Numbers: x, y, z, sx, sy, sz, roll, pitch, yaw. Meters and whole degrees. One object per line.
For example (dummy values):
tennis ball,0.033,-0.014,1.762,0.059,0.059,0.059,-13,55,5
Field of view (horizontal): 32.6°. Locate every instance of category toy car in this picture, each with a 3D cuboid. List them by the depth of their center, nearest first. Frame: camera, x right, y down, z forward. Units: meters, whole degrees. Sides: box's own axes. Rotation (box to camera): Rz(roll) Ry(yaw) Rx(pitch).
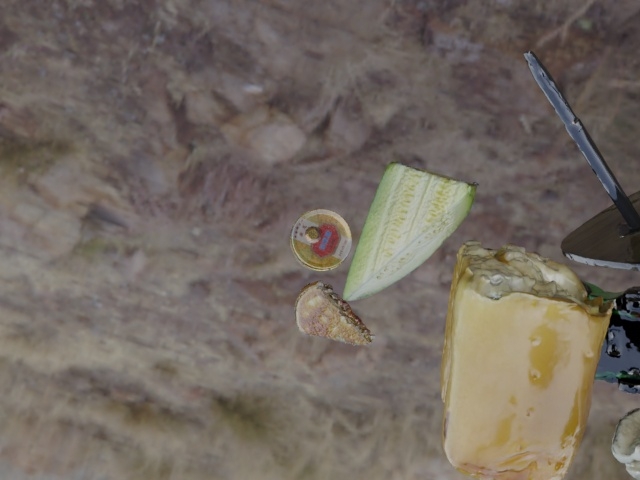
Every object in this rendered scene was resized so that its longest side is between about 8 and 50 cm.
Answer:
toy car,0.559,0.182,2.234,0.359,0.213,0.176,4,-169,31

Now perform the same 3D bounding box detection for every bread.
bread,0.327,0.212,1.789,0.250,0.394,0.361,6,-170,5

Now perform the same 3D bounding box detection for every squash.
squash,0.184,0.007,2.080,0.203,0.288,0.111,20,-173,35

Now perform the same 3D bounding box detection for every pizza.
pizza,0.032,0.169,2.383,0.193,0.053,0.201,34,144,1

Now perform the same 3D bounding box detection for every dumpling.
dumpling,0.498,0.284,1.421,0.247,0.172,0.142,20,120,7

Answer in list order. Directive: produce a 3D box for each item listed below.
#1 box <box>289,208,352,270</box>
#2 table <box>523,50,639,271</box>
box,0.000,0.000,1.841,0.106,0.105,0.037,18,167,-5
table,0.408,-0.134,1.175,0.317,0.317,0.249,-5,115,41
